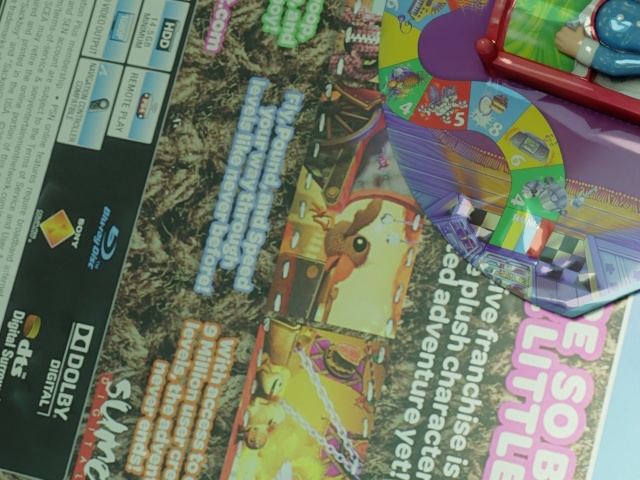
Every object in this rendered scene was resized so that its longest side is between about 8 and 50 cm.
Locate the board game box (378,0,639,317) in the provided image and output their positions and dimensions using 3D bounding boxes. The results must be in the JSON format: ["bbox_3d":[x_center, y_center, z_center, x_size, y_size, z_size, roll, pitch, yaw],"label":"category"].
[{"bbox_3d":[0.094,-0.062,0.528,0.168,0.033,0.133,-23,72,8],"label":"board game box"}]

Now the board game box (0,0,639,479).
[{"bbox_3d":[0.000,0.000,0.632,0.291,0.141,0.232,13,81,18],"label":"board game box"}]
